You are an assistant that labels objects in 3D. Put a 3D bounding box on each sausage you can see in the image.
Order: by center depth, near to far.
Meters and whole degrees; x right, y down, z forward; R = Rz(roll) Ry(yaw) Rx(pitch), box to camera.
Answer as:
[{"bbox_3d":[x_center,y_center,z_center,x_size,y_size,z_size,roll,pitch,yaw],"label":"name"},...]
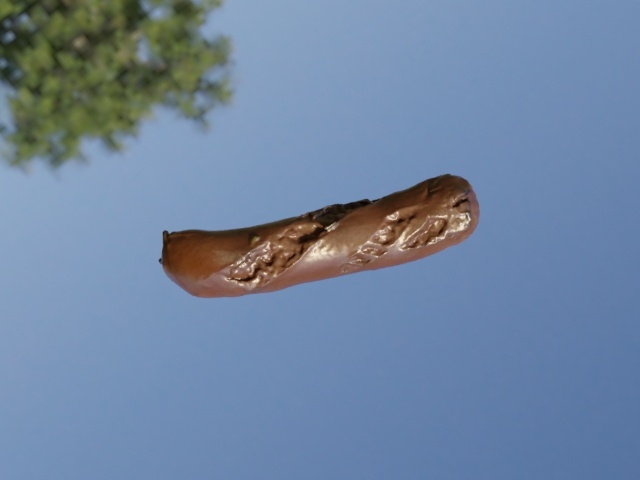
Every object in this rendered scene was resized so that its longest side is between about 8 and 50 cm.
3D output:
[{"bbox_3d":[0.000,0.000,0.879,0.158,0.036,0.042,-11,-141,-4],"label":"sausage"}]
